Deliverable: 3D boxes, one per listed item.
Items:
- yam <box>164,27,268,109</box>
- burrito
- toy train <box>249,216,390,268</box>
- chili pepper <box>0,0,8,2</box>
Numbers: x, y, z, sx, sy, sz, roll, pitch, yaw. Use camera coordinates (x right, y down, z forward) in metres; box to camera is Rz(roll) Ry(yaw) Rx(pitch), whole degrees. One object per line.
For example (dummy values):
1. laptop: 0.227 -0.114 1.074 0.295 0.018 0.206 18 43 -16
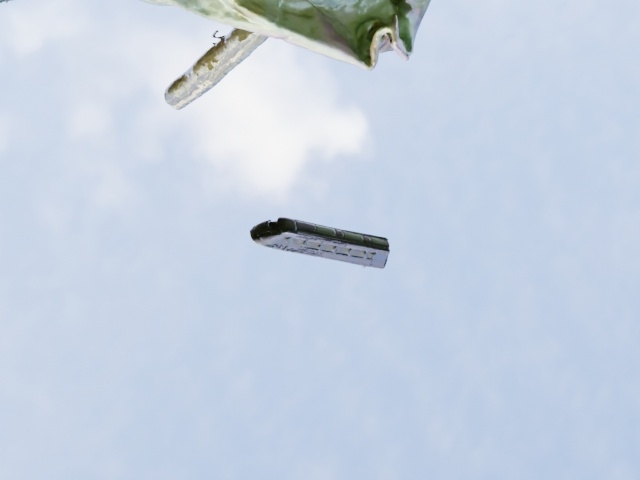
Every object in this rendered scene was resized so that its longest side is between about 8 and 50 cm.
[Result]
1. yam: -0.063 -0.149 1.346 0.027 0.234 0.029 -30 -91 -35
2. burrito: -0.031 -0.190 1.149 0.228 0.089 0.144 20 -96 -16
3. toy train: 0.000 0.000 1.036 0.083 0.017 0.017 11 -146 -21
4. chili pepper: -0.244 -0.239 1.204 0.073 0.050 0.182 -24 -102 37
